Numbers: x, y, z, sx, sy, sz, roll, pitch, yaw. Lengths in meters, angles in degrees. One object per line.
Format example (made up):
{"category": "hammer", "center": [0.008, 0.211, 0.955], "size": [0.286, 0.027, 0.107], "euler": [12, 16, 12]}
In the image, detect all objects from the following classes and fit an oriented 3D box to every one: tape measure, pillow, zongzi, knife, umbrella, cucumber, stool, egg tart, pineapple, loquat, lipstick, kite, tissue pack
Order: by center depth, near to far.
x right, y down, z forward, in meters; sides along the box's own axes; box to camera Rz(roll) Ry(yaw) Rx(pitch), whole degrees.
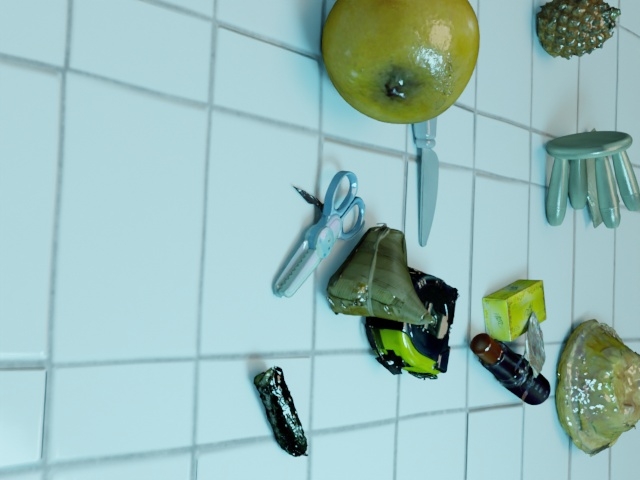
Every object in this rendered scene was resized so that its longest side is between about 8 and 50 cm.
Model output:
{"category": "cucumber", "center": [-0.058, 0.270, 1.412], "size": [0.053, 0.053, 0.181], "euler": [-42, 122, -41]}
{"category": "loquat", "center": [0.134, -0.317, 1.485], "size": [0.263, 0.263, 0.263], "euler": [1, 89, -50]}
{"category": "umbrella", "center": [-0.008, -0.064, 1.503], "size": [0.022, 0.013, 0.122], "euler": [-56, 134, -8]}
{"category": "zongzi", "center": [0.130, 0.062, 1.523], "size": [0.194, 0.197, 0.099], "euler": [-56, 145, -37]}
{"category": "tape measure", "center": [0.167, 0.148, 1.634], "size": [0.186, 0.112, 0.199], "euler": [26, 68, -44]}
{"category": "knife", "center": [0.209, -0.155, 1.746], "size": [0.080, 0.044, 0.331], "euler": [-17, 108, -56]}
{"category": "kite", "center": [0.443, 0.249, 1.909], "size": [0.229, 0.016, 0.127], "euler": [-44, 118, -56]}
{"category": "lipstick", "center": [0.404, 0.274, 1.931], "size": [0.300, 0.081, 0.081], "euler": [38, 62, -43]}
{"category": "tissue pack", "center": [0.428, 0.151, 1.975], "size": [0.176, 0.062, 0.095], "euler": [-17, 103, -48]}
{"category": "pineapple", "center": [0.602, -0.504, 2.087], "size": [0.166, 0.193, 0.166], "euler": [14, 72, -48]}
{"category": "stool", "center": [0.637, -0.145, 2.130], "size": [0.195, 0.195, 0.198], "euler": [-24, 112, -48]}
{"category": "egg tart", "center": [0.716, 0.368, 2.253], "size": [0.352, 0.150, 0.352], "euler": [7, 81, -48]}
{"category": "pillow", "center": [0.704, -0.161, 2.316], "size": [0.148, 0.050, 0.229], "euler": [-47, 121, -44]}

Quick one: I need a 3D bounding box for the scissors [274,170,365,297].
{"category": "scissors", "center": [0.000, 0.000, 1.489], "size": [0.256, 0.030, 0.125], "euler": [-53, 140, -32]}
